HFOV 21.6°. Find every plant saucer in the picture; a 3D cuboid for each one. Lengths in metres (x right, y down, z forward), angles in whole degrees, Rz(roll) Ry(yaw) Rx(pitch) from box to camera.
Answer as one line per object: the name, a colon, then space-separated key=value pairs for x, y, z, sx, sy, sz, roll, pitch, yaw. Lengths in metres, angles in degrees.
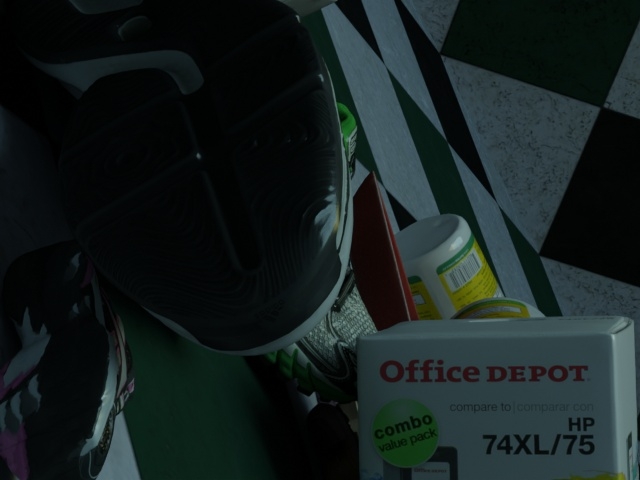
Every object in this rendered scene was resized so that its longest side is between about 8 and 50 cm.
plant saucer: x=0.079 y=0.107 z=1.657 sx=0.258 sy=0.047 sz=0.259 roll=71 pitch=6 yaw=-46

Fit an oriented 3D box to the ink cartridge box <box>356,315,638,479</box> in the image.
ink cartridge box: x=0.144 y=0.198 z=1.309 sx=0.197 sy=0.198 sz=0.270 roll=-3 pitch=91 yaw=-76

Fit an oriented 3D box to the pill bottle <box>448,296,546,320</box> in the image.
pill bottle: x=0.191 y=0.160 z=1.698 sx=0.136 sy=0.136 sz=0.246 roll=62 pitch=8 yaw=-16

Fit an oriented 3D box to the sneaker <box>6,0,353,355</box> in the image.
sneaker: x=-0.046 y=-0.019 z=1.054 sx=0.257 sy=0.169 sz=0.447 roll=59 pitch=-1 yaw=-35

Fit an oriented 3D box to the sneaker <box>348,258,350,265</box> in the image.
sneaker: x=0.000 y=0.000 z=1.633 sx=0.109 sy=0.040 sz=0.044 roll=60 pitch=16 yaw=-25

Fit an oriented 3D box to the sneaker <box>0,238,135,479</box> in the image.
sneaker: x=-0.126 y=0.076 z=0.907 sx=0.178 sy=0.072 sz=0.077 roll=-96 pitch=159 yaw=-52

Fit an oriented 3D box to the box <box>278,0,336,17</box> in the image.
box: x=-0.083 y=-0.296 z=1.652 sx=0.182 sy=0.119 sz=0.181 roll=66 pitch=12 yaw=-1

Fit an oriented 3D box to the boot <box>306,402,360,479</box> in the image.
boot: x=0.023 y=0.188 z=1.384 sx=0.087 sy=0.042 sz=0.118 roll=3 pitch=64 yaw=-78

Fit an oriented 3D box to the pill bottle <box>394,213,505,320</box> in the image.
pill bottle: x=0.158 y=0.084 z=1.953 sx=0.208 sy=0.117 sz=0.117 roll=61 pitch=13 yaw=-20

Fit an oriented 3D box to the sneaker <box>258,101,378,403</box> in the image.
sneaker: x=-0.023 y=-0.023 z=1.335 sx=0.134 sy=0.146 sz=0.344 roll=-80 pitch=146 yaw=-68

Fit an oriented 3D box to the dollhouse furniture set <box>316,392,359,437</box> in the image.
dollhouse furniture set: x=0.050 y=0.126 z=1.513 sx=0.114 sy=0.081 sz=0.091 roll=51 pitch=20 yaw=-49
